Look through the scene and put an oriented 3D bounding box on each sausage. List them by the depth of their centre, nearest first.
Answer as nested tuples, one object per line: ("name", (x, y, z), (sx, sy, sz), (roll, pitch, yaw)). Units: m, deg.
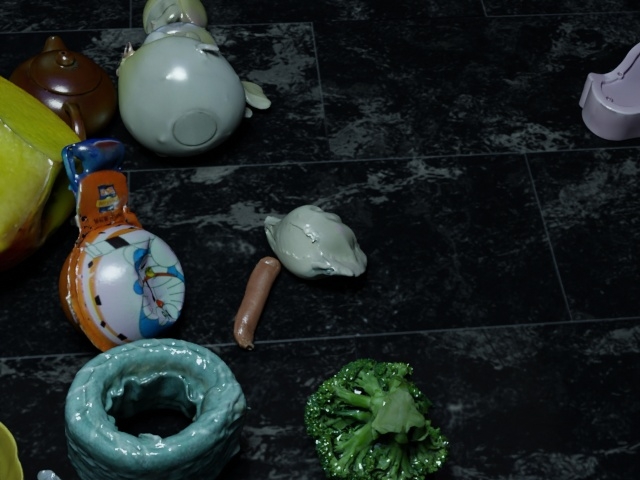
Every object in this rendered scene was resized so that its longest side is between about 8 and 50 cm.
("sausage", (-0.097, 0.091, 1.454), (0.042, 0.036, 0.157), (9, 56, 12))

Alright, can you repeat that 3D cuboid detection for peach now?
("peach", (-0.552, -0.104, 1.439), (0.380, 0.242, 0.306), (31, 94, 3))

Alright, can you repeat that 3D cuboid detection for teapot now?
("teapot", (-0.415, -0.237, 1.586), (0.178, 0.135, 0.252), (-8, 49, -21))

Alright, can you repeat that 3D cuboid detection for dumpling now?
("dumpling", (0.000, 0.000, 1.490), (0.188, 0.108, 0.127), (30, 34, 36))

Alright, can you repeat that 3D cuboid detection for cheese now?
("cheese", (-0.289, 0.021, 1.371), (0.129, 0.217, 0.329), (-10, 93, 30))

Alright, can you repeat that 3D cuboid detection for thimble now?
("thimble", (-0.208, 0.238, 1.263), (0.235, 0.143, 0.198), (-3, 45, -13))

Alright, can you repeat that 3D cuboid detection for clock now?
("clock", (0.620, -0.220, 1.684), (0.275, 0.080, 0.290), (-25, 59, -18))

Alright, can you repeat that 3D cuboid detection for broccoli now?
("broccoli", (0.074, 0.245, 1.294), (0.196, 0.156, 0.195), (5, 77, -23))

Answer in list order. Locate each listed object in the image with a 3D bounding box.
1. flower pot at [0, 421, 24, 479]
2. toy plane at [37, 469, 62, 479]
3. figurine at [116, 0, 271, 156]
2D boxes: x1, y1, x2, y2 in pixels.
("flower pot", (-0.465, 0.322, 1.168), (0.195, 0.179, 0.195), (15, 38, -12))
("toy plane", (-0.257, 0.401, 1.210), (0.267, 0.088, 0.212), (9, 56, -7))
("figurine", (-0.217, -0.301, 1.659), (0.275, 0.226, 0.394), (16, 37, -30))
